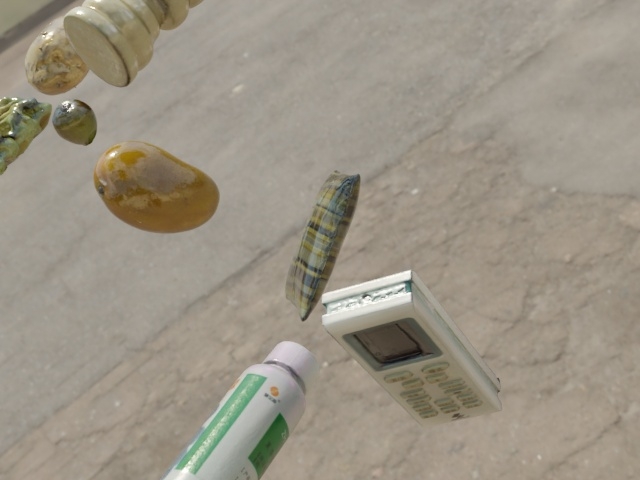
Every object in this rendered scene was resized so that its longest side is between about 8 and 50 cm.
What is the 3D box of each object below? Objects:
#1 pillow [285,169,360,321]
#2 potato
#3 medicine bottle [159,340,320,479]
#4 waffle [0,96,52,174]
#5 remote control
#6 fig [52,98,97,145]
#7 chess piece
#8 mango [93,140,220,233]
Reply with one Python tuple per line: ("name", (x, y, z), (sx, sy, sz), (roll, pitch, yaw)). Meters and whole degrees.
("pillow", (0.000, 0.000, 1.350), (0.208, 0.052, 0.212), (-146, 78, -82))
("potato", (-0.551, -0.405, 2.015), (0.161, 0.128, 0.235), (-11, 45, 36))
("medicine bottle", (-0.089, 0.226, 1.115), (0.095, 0.095, 0.260), (-9, 31, 41))
("waffle", (-0.425, -0.096, 1.146), (0.204, 0.054, 0.223), (-4, 44, 42))
("remote control", (0.109, 0.130, 1.050), (0.102, 0.277, 0.056), (-17, 52, 21))
("fig", (-0.419, -0.199, 1.636), (0.074, 0.088, 0.074), (-15, 44, 15))
("chess piece", (-0.322, -0.443, 1.769), (0.167, 0.167, 0.300), (4, 48, 52))
("mango", (-0.326, -0.097, 1.878), (0.139, 0.254, 0.176), (-44, 26, 57))
